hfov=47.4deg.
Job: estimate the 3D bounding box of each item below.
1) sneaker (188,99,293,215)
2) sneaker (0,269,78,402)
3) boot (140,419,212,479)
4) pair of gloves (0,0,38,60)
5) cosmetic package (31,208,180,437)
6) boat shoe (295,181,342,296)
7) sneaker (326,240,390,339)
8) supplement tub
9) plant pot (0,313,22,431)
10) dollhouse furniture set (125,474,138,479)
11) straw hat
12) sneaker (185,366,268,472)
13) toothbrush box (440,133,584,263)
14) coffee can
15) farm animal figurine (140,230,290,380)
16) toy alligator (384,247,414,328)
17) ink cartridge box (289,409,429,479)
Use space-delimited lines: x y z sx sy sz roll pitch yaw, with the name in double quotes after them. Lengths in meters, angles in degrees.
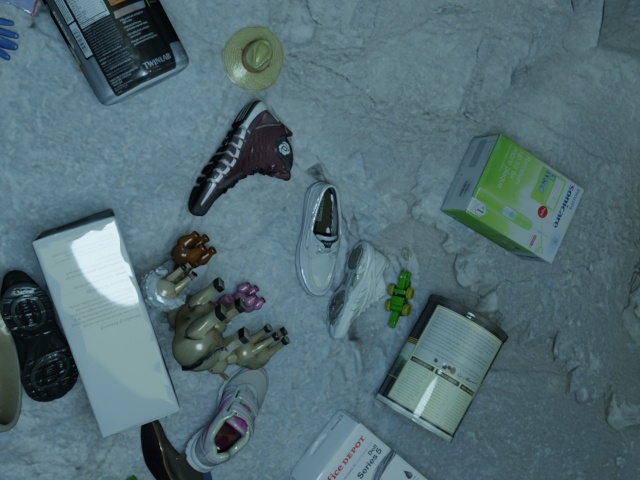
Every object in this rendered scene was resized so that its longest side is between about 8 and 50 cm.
-0.146 -0.143 1.531 0.162 0.106 0.281 35 80 -23 "sneaker"
-0.539 0.180 1.395 0.109 0.130 0.286 -15 121 -24 "sneaker"
-0.303 0.463 1.539 0.106 0.082 0.219 -17 89 -46 "boot"
-0.624 -0.441 1.363 0.159 0.023 0.198 26 85 -21 "pair of gloves"
-0.403 0.149 1.383 0.156 0.217 0.385 -20 102 -14 "cosmetic package"
0.000 0.000 1.606 0.095 0.084 0.258 -3 94 -22 "boat shoe"
0.096 0.125 1.654 0.115 0.090 0.232 26 85 -25 "sneaker"
-0.399 -0.430 1.361 0.193 0.193 0.316 -30 104 -17 "supplement tub"
-0.719 0.206 1.232 0.305 0.334 0.334 -16 99 -9 "plant pot"
-0.370 0.569 1.531 0.076 0.058 0.152 -35 125 -24 "dollhouse furniture set"
-0.133 -0.391 1.541 0.144 0.061 0.145 -2 94 -22 "straw hat"
-0.175 0.373 1.532 0.103 0.111 0.252 40 60 -19 "sneaker"
0.466 -0.099 1.767 0.283 0.122 0.206 29 83 -22 "toothbrush box"
0.277 0.291 1.673 0.201 0.201 0.275 34 81 -20 "coffee can"
-0.223 0.166 1.440 0.172 0.327 0.330 -36 102 9 "farm animal figurine"
0.195 0.114 1.713 0.051 0.056 0.190 17 85 -64 "toy alligator"
0.098 0.553 1.666 0.273 0.115 0.198 43 78 -19 "ink cartridge box"
